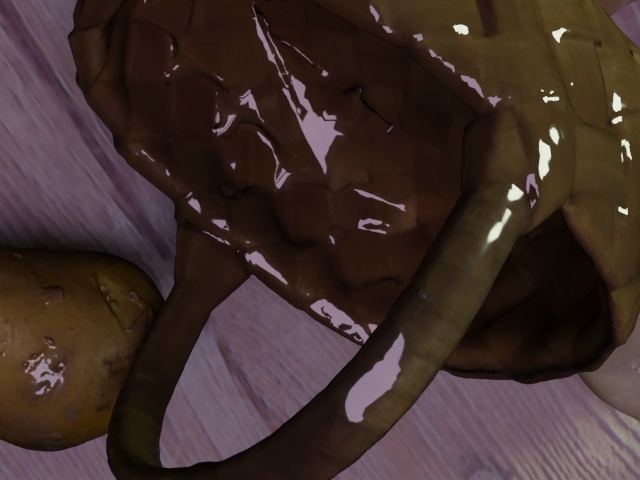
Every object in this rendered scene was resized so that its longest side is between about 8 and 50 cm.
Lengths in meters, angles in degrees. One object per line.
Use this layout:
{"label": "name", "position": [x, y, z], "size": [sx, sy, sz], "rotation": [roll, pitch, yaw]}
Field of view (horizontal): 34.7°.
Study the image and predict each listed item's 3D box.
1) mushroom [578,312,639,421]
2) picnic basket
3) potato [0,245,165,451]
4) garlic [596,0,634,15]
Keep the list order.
{"label": "mushroom", "position": [0.270, 0.019, 0.661], "size": [0.246, 0.202, 0.246], "rotation": [-1, 103, -3]}
{"label": "picnic basket", "position": [0.000, 0.000, 0.522], "size": [0.337, 0.293, 0.337], "rotation": [7, 77, -33]}
{"label": "potato", "position": [-0.178, 0.064, 0.626], "size": [0.176, 0.137, 0.137], "rotation": [4, 109, -9]}
{"label": "garlic", "position": [0.220, -0.214, 0.626], "size": [0.196, 0.087, 0.101], "rotation": [-33, 126, -1]}
